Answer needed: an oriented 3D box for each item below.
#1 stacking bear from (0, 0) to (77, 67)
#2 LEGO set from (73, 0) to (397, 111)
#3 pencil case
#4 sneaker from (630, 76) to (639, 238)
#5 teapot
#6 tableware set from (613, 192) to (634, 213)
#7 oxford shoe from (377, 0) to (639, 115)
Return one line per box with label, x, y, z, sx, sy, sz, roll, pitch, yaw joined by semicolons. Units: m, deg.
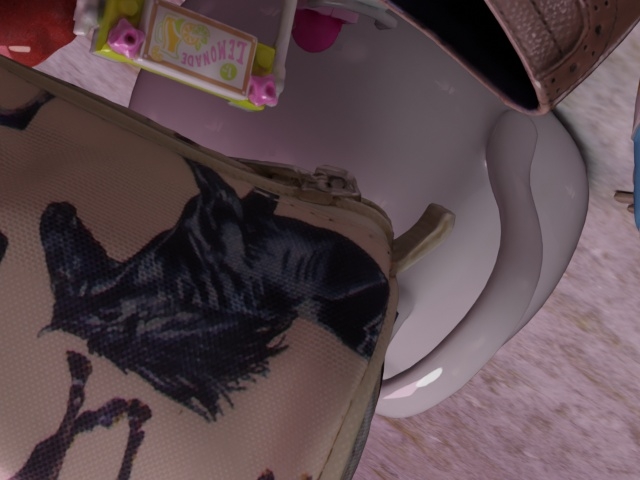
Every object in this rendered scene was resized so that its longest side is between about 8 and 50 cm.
stacking bear;-0.249;-0.185;0.770;0.164;0.175;0.289;53;175;38
LEGO set;-0.100;-0.114;0.633;0.287;0.107;0.132;13;171;-16
pencil case;-0.164;-0.019;0.668;0.410;0.183;0.160;28;175;-2
sneaker;0.183;-0.019;0.578;0.228;0.092;0.087;16;175;-35
teapot;0.000;0.000;0.885;0.252;0.187;0.256;24;166;16
tableware set;0.214;0.016;0.862;0.104;0.024;0.154;36;165;-32
oxford shoe;-0.061;-0.161;0.492;0.363;0.133;0.130;27;168;5
